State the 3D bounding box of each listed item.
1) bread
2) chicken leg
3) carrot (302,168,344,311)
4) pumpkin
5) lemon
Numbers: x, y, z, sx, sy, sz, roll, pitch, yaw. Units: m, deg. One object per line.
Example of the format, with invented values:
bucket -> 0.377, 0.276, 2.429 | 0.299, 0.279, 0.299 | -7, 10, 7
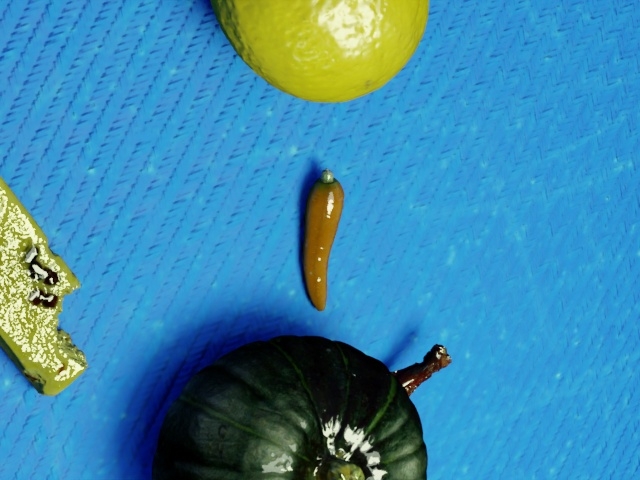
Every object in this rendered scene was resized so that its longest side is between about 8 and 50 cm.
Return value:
bread -> -0.255, 0.027, 1.435 | 0.088, 0.049, 0.226 | -44, 123, -15
chicken leg -> 0.052, 0.186, 1.669 | 0.093, 0.053, 0.205 | 19, 97, 5
carrot -> 0.000, 0.000, 1.604 | 0.035, 0.035, 0.142 | -7, 115, -31
pumpkin -> -0.019, 0.204, 1.540 | 0.249, 0.216, 0.250 | 2, 86, -30
lemon -> -0.001, -0.209, 1.457 | 0.180, 0.180, 0.193 | -32, 100, -21
